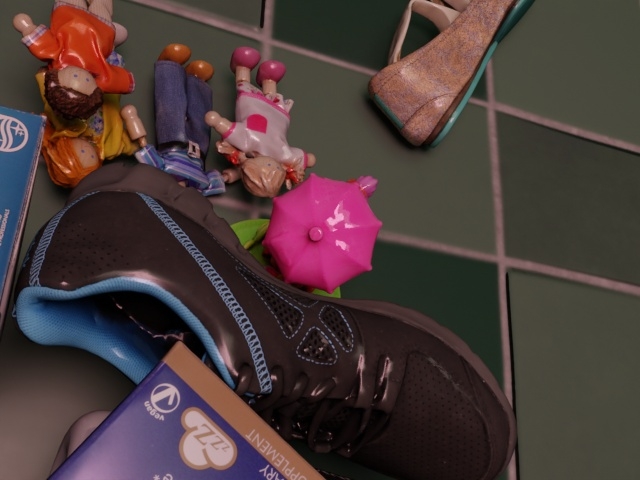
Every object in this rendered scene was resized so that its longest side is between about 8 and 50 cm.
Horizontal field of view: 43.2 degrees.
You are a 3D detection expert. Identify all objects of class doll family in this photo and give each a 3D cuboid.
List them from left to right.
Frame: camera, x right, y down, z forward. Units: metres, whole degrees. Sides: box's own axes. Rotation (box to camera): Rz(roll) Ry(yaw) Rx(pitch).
[{"bbox_3d":[-0.135,-0.091,0.647,0.263,0.118,0.163,21,53,-36],"label":"doll family"}]

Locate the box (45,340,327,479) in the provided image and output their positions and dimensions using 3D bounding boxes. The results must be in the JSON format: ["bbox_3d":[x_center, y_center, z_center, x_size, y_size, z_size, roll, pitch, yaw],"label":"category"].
[{"bbox_3d":[-0.088,0.169,0.339,0.136,0.036,0.225,44,62,-3],"label":"box"}]

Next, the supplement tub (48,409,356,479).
[{"bbox_3d":[-0.014,0.243,0.482,0.338,0.207,0.207,20,61,-16],"label":"supplement tub"}]

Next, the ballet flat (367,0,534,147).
[{"bbox_3d":[0.146,-0.229,0.829,0.106,0.107,0.316,35,56,1],"label":"ballet flat"}]

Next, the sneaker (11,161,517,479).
[{"bbox_3d":[-0.029,0.087,0.511,0.341,0.125,0.139,28,27,-7],"label":"sneaker"}]

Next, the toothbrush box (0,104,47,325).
[{"bbox_3d":[-0.322,-0.003,0.444,0.295,0.216,0.126,12,63,-19],"label":"toothbrush box"}]

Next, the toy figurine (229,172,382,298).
[{"bbox_3d":[0.000,0.000,0.624,0.130,0.159,0.173,45,57,-1],"label":"toy figurine"}]
